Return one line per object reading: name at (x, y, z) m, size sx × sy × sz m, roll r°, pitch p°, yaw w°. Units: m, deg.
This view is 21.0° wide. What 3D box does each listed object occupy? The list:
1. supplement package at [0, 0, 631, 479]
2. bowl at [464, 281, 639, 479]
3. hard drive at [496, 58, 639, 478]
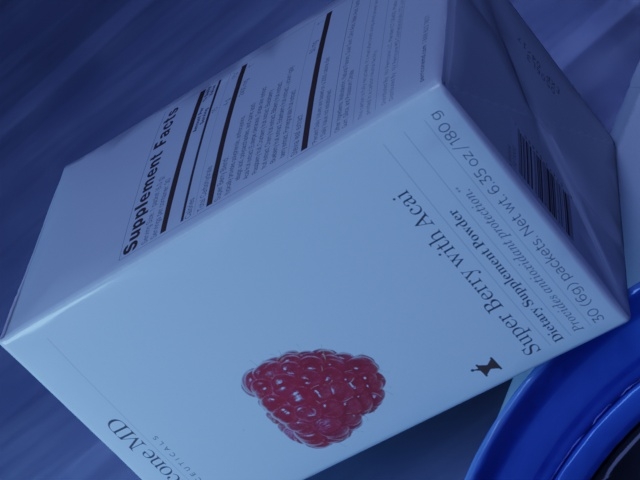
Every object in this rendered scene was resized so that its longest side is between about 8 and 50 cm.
supplement package at (0.000, 0.000, 0.964) m, size 0.293 × 0.177 × 0.175 m, roll -30°, pitch 28°, yaw 25°
bowl at (0.241, 0.173, 0.804) m, size 0.391 × 0.077 × 0.391 m, roll -17°, pitch 54°, yaw 24°
hard drive at (0.222, 0.054, 0.967) m, size 0.203 × 0.040 × 0.307 m, roll 18°, pitch 80°, yaw 31°
